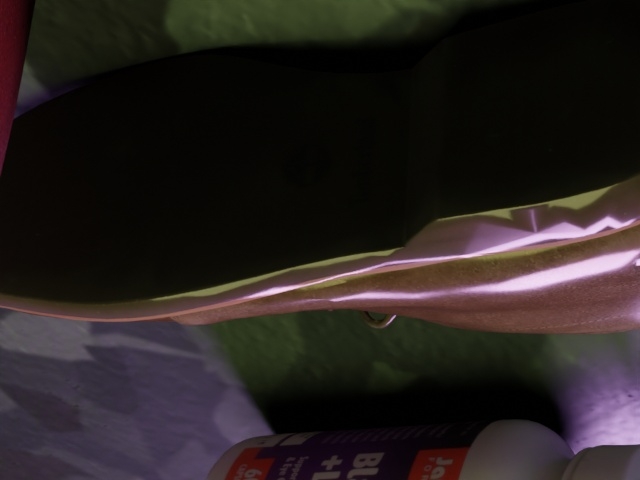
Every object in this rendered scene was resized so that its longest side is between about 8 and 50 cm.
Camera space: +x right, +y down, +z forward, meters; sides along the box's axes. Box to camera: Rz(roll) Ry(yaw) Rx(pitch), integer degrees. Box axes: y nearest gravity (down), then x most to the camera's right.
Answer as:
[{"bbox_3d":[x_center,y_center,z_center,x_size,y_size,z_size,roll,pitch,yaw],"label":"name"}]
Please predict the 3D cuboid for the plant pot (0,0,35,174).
[{"bbox_3d":[-0.199,-0.119,0.481,0.267,0.235,0.267,16,141,5],"label":"plant pot"}]

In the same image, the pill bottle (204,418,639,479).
[{"bbox_3d":[0.051,0.130,0.759,0.194,0.108,0.108,-8,133,31],"label":"pill bottle"}]

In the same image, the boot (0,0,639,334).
[{"bbox_3d":[0.000,0.000,0.642,0.305,0.112,0.115,-4,145,25],"label":"boot"}]
